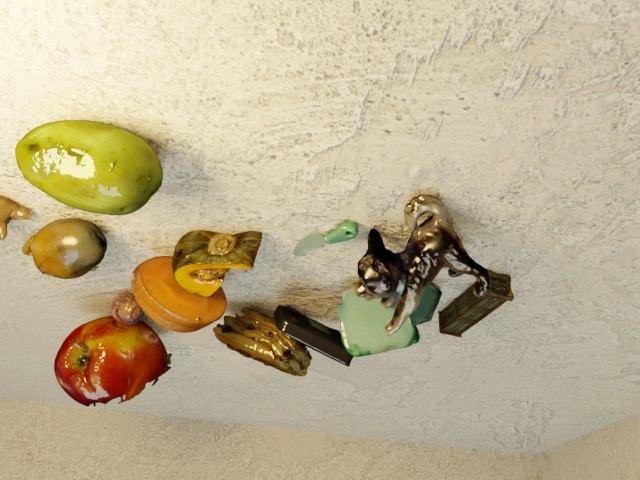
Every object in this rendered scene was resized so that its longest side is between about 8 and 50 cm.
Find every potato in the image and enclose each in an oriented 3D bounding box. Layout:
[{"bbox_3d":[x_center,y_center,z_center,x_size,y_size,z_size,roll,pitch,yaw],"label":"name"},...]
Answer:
[{"bbox_3d":[-0.504,-0.162,1.078,0.304,0.215,0.216,6,146,-4],"label":"potato"}]

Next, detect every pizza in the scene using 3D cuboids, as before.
[{"bbox_3d":[-0.851,0.059,1.571,0.147,0.069,0.226,-13,142,21],"label":"pizza"}]

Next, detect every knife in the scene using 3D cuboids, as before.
[{"bbox_3d":[-0.001,-0.001,1.405,0.260,0.034,0.063,-21,134,38],"label":"knife"}]

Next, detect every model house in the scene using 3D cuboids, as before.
[{"bbox_3d":[0.239,0.241,1.594,0.280,0.230,0.249,-21,163,37],"label":"model house"}]

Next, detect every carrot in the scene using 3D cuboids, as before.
[{"bbox_3d":[-0.438,0.160,1.510,0.100,0.258,0.307,-39,132,22],"label":"carrot"}]

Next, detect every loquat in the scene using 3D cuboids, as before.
[{"bbox_3d":[-0.726,0.022,1.408,0.227,0.179,0.179,-25,136,32],"label":"loquat"}]

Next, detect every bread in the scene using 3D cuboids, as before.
[{"bbox_3d":[-0.200,0.367,1.801,0.325,0.167,0.277,15,159,25],"label":"bread"}]

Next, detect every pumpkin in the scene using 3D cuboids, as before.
[{"bbox_3d":[-0.299,0.071,1.451,0.281,0.139,0.190,2,142,10],"label":"pumpkin"}]

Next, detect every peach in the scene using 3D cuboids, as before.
[{"bbox_3d":[-0.784,0.457,1.884,0.339,0.353,0.416,-8,158,18],"label":"peach"}]

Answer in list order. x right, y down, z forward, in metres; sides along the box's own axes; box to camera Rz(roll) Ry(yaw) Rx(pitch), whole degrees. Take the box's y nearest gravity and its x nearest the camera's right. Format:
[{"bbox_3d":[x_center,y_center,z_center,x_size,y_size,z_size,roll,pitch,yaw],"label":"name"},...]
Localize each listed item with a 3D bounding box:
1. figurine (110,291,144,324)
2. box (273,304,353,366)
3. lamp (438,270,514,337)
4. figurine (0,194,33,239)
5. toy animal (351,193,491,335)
[{"bbox_3d":[-0.699,0.242,1.772,0.126,0.114,0.157,-1,164,-19],"label":"figurine"},{"bbox_3d":[-0.027,0.320,1.687,0.289,0.073,0.290,29,179,-8],"label":"box"},{"bbox_3d":[0.501,0.217,1.600,0.089,0.090,0.325,13,144,-10],"label":"lamp"},{"bbox_3d":[-0.964,-0.064,1.313,0.177,0.173,0.247,-16,140,27],"label":"figurine"},{"bbox_3d":[0.228,0.052,1.295,0.344,0.194,0.302,-29,113,16],"label":"toy animal"}]
